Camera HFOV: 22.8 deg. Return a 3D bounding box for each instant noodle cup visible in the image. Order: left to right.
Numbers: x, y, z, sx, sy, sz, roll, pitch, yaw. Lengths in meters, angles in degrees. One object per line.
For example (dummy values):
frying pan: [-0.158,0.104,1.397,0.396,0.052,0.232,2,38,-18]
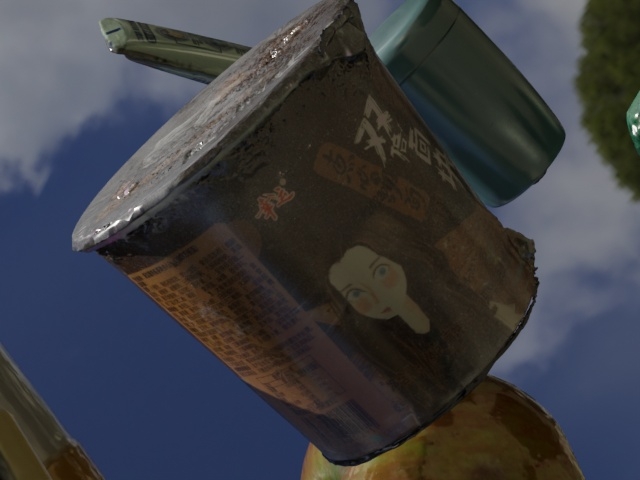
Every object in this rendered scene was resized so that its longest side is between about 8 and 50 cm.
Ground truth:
instant noodle cup: [0.000,0.000,0.931,0.207,0.217,0.217,49,-134,-14]

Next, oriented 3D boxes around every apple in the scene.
apple: [0.113,0.237,1.346,0.264,0.264,0.264,15,-129,-19]

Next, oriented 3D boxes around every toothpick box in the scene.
toothpick box: [0.120,-0.118,1.377,0.184,0.120,0.120,42,-134,-13]

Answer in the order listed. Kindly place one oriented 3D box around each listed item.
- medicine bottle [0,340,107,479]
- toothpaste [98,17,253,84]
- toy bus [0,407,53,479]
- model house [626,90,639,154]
medicine bottle: [-0.295,0.163,1.083,0.238,0.238,0.232,-36,-89,-41]
toothpaste: [-0.055,-0.130,1.223,0.239,0.039,0.062,13,-153,-27]
toy bus: [-0.226,0.271,0.839,0.177,0.365,0.202,-6,-140,-30]
model house: [0.417,-0.062,1.396,0.230,0.280,0.248,17,-131,-9]
